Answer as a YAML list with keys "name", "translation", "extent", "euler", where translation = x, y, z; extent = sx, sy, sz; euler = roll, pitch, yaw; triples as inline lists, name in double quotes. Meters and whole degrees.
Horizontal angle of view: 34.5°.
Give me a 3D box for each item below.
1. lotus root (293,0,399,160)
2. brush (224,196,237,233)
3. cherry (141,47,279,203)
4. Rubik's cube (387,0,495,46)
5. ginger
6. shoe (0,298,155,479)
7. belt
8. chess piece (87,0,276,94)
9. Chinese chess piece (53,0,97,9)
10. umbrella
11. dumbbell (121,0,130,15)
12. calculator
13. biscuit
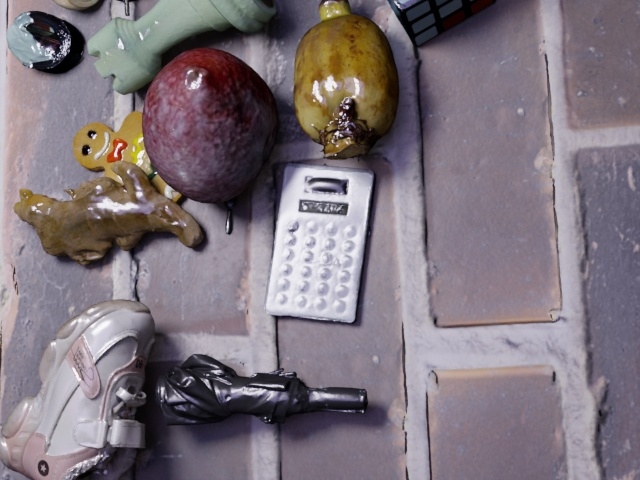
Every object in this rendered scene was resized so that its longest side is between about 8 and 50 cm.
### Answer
- name: "lotus root"
  translation: [0.041, -0.260, 1.660]
  extent: [0.169, 0.141, 0.314]
  euler: [-6, 70, 10]
- name: "brush"
  translation: [-0.154, -0.052, 1.739]
  extent: [0.024, 0.008, 0.083]
  euler: [2, 80, 11]
- name: "cherry"
  translation: [-0.176, -0.188, 1.638]
  extent: [0.203, 0.300, 0.230]
  euler: [35, 71, 22]
- name: "Rubik's cube"
  translation: [0.168, -0.433, 1.647]
  extent: [0.163, 0.162, 0.160]
  euler: [-29, 75, 7]
- name: "ginger"
  translation: [-0.371, -0.045, 1.748]
  extent: [0.333, 0.080, 0.166]
  euler: [-7, 105, 18]
- name: "shoe"
  translation: [-0.347, 0.269, 1.644]
  extent: [0.198, 0.172, 0.351]
  euler: [38, 103, 27]
- name: "belt"
  translation: [-0.495, -0.355, 1.856]
  extent: [0.140, 0.058, 0.105]
  euler: [24, 92, 13]
- name: "chess piece"
  translation: [-0.245, -0.375, 1.739]
  extent: [0.299, 0.194, 0.194]
  euler: [-32, 74, 15]
- name: "Chinese chess piece"
  translation: [-0.434, -0.469, 1.826]
  extent: [0.051, 0.122, 0.122]
  euler: [17, 85, 32]
- name: "umbrella"
  translation: [-0.094, 0.243, 1.623]
  extent: [0.340, 0.118, 0.118]
  euler: [1, 80, 14]
- name: "dumbbell"
  translation: [-0.347, -0.468, 1.831]
  extent: [0.069, 0.069, 0.147]
  euler: [-8, 78, 13]
- name: "calculator"
  translation: [0.000, 0.000, 1.685]
  extent: [0.161, 0.021, 0.261]
  euler: [5, 82, 15]
- name: "biscuit"
  translation: [-0.325, -0.148, 1.788]
  extent: [0.240, 0.035, 0.158]
  euler: [13, 81, 16]
